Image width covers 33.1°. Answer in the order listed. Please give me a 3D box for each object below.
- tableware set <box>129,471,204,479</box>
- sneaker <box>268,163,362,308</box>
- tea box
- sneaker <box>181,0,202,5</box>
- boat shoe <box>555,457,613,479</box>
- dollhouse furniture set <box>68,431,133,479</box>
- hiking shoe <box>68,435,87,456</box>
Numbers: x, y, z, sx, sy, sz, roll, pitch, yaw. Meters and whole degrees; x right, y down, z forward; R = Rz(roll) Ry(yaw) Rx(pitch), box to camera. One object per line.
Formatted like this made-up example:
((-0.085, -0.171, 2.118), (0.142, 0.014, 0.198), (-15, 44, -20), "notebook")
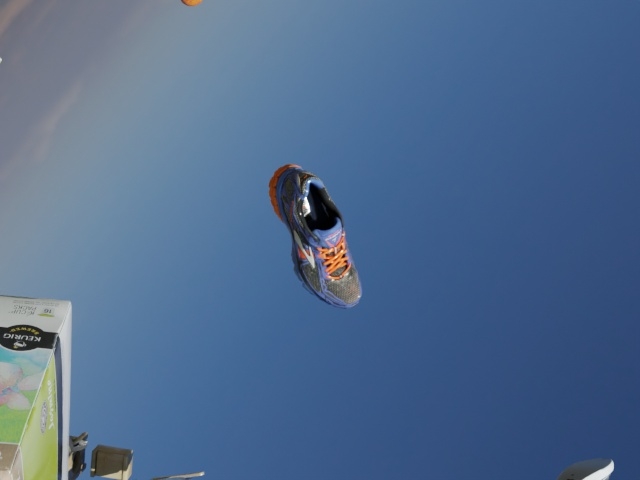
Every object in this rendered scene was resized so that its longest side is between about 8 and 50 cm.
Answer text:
((-0.267, 0.360, 1.492), (0.194, 0.039, 0.128), (-10, 175, 16), "tableware set")
((0.000, 0.000, 1.484), (0.083, 0.221, 0.087), (-34, -162, -22), "sneaker")
((-0.419, 0.278, 1.227), (0.323, 0.220, 0.329), (-95, -169, -63), "tea box")
((-0.155, -0.399, 1.486), (0.175, 0.064, 0.067), (-60, -153, 30), "sneaker")
((0.396, 0.403, 1.654), (0.183, 0.083, 0.065), (-21, -171, -42), "boat shoe")
((-0.372, 0.272, 1.558), (0.101, 0.182, 0.161), (-52, 149, -76), "dollhouse furniture set")
((-0.442, 0.259, 1.516), (0.114, 0.227, 0.086), (-31, 147, -54), "hiking shoe")
